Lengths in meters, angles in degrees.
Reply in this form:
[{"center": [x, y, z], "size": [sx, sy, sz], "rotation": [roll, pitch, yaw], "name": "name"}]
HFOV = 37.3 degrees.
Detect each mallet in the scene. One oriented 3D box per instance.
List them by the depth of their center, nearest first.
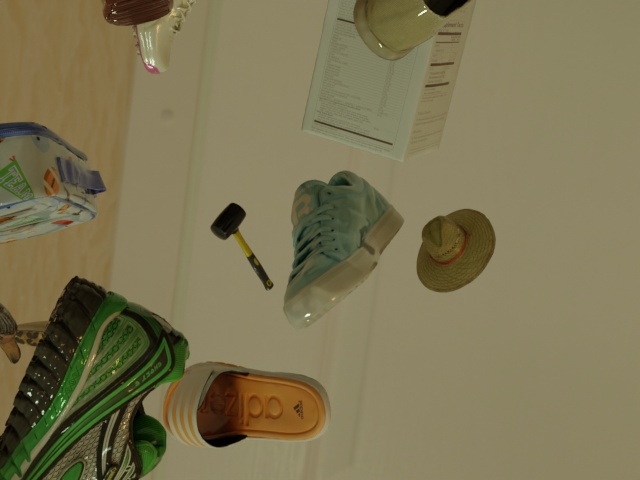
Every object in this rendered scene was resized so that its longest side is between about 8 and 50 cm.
[{"center": [-0.133, 0.025, 1.645], "size": [0.039, 0.190, 0.062], "rotation": [13, -133, 41], "name": "mallet"}]

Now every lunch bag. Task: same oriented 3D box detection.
[{"center": [-0.391, -0.059, 1.122], "size": [0.243, 0.115, 0.303], "rotation": [-14, 178, -1], "name": "lunch bag"}]

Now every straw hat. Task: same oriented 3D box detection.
[{"center": [0.179, -0.001, 1.376], "size": [0.144, 0.144, 0.061], "rotation": [15, 160, 49], "name": "straw hat"}]

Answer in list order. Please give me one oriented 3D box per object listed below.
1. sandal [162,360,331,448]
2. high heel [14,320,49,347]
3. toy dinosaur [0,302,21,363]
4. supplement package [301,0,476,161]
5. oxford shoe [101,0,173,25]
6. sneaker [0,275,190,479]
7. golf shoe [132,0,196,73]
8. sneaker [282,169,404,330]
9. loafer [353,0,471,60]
[{"center": [-0.109, 0.192, 1.104], "size": [0.265, 0.102, 0.076], "rotation": [-9, 173, 39], "name": "sandal"}, {"center": [-0.469, 0.249, 1.777], "size": [0.261, 0.186, 0.093], "rotation": [6, -174, -6], "name": "high heel"}, {"center": [-0.329, 0.018, 0.712], "size": [0.200, 0.127, 0.295], "rotation": [38, -177, -25], "name": "toy dinosaur"}, {"center": [0.088, -0.232, 1.104], "size": [0.139, 0.244, 0.134], "rotation": [20, -161, 20], "name": "supplement package"}, {"center": [-0.326, -0.454, 1.578], "size": [0.123, 0.130, 0.348], "rotation": [-17, 175, -3], "name": "oxford shoe"}, {"center": [-0.227, 0.214, 0.860], "size": [0.146, 0.344, 0.134], "rotation": [24, -168, -11], "name": "sneaker"}, {"center": [-0.279, -0.468, 1.794], "size": [0.140, 0.306, 0.115], "rotation": [5, -170, 5], "name": "golf shoe"}, {"center": [0.000, 0.000, 1.311], "size": [0.150, 0.135, 0.366], "rotation": [46, -156, -2], "name": "sneaker"}, {"center": [0.137, -0.282, 0.909], "size": [0.102, 0.268, 0.092], "rotation": [42, 159, -27], "name": "loafer"}]
